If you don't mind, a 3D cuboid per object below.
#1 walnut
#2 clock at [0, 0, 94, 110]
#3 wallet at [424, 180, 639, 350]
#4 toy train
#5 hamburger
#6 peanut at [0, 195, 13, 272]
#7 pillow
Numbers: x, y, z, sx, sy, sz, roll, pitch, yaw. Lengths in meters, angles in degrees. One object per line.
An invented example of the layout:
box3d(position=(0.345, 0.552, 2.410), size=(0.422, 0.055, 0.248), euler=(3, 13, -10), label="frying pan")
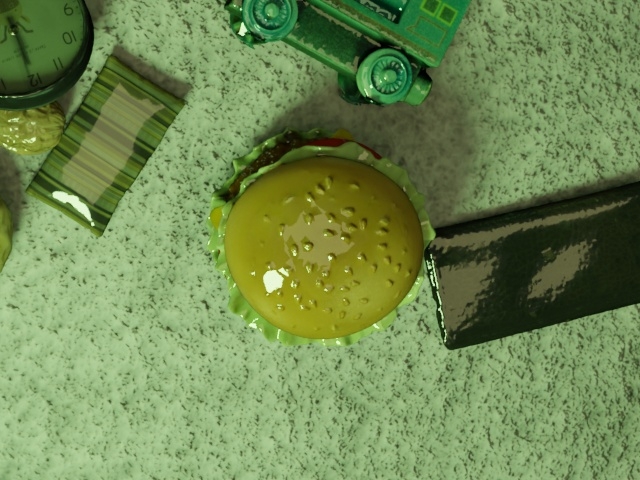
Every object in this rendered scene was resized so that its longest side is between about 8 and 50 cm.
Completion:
box3d(position=(-0.355, -0.143, 1.531), size=(0.096, 0.079, 0.082), euler=(7, 101, -13), label="walnut")
box3d(position=(-0.357, -0.244, 1.488), size=(0.185, 0.040, 0.184), euler=(1, 79, -5), label="clock")
box3d(position=(0.303, 0.032, 1.722), size=(0.321, 0.044, 0.170), euler=(-13, 105, -4), label="wallet")
box3d(position=(0.025, -0.288, 1.553), size=(0.298, 0.120, 0.194), euler=(27, 90, -16), label="toy train")
box3d(position=(0.000, 0.000, 1.565), size=(0.275, 0.212, 0.274), euler=(-2, 104, -10), label="hamburger")
box3d(position=(-0.443, -0.008, 1.536), size=(0.141, 0.109, 0.159), euler=(8, 114, -2), label="peanut")
box3d(position=(-0.265, -0.116, 1.578), size=(0.113, 0.038, 0.203), euler=(33, 95, -14), label="pillow")
